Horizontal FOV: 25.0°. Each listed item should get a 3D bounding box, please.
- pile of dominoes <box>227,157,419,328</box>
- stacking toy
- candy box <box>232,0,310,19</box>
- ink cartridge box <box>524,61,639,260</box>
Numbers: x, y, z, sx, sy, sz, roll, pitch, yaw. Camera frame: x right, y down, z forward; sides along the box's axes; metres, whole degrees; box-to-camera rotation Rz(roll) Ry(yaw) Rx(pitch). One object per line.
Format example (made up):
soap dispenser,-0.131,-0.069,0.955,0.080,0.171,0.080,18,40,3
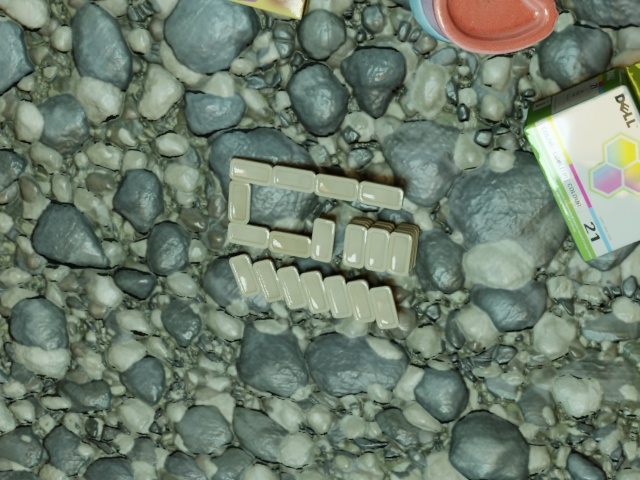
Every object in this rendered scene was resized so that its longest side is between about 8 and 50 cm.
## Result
pile of dominoes,0.000,0.000,1.882,0.251,0.040,0.196,11,112,15
stacking toy,0.209,-0.388,1.678,0.279,0.130,0.309,-19,110,-11
candy box,-0.096,-0.346,1.751,0.186,0.053,0.109,16,113,6
ink cartridge box,0.396,-0.117,1.721,0.255,0.097,0.189,-23,104,18
